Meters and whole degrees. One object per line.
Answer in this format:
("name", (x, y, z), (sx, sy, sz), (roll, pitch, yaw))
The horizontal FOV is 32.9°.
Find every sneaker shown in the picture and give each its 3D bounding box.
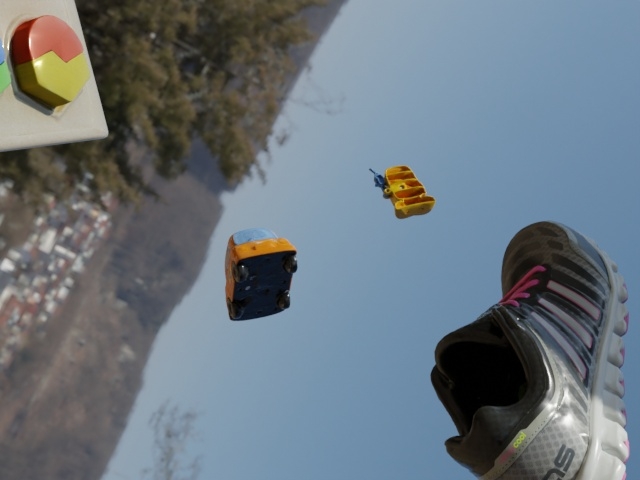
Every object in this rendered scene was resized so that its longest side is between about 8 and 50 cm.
("sneaker", (0.088, 0.044, 0.473), (0.063, 0.075, 0.170), (-50, -160, 40))

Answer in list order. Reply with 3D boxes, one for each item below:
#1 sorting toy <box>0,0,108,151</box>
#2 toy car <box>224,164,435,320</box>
("sorting toy", (-0.210, -0.153, 0.685), (0.038, 0.193, 0.208), (-13, -177, 24))
("toy car", (0.000, 0.000, 0.585), (0.060, 0.122, 0.040), (75, -7, -54))
